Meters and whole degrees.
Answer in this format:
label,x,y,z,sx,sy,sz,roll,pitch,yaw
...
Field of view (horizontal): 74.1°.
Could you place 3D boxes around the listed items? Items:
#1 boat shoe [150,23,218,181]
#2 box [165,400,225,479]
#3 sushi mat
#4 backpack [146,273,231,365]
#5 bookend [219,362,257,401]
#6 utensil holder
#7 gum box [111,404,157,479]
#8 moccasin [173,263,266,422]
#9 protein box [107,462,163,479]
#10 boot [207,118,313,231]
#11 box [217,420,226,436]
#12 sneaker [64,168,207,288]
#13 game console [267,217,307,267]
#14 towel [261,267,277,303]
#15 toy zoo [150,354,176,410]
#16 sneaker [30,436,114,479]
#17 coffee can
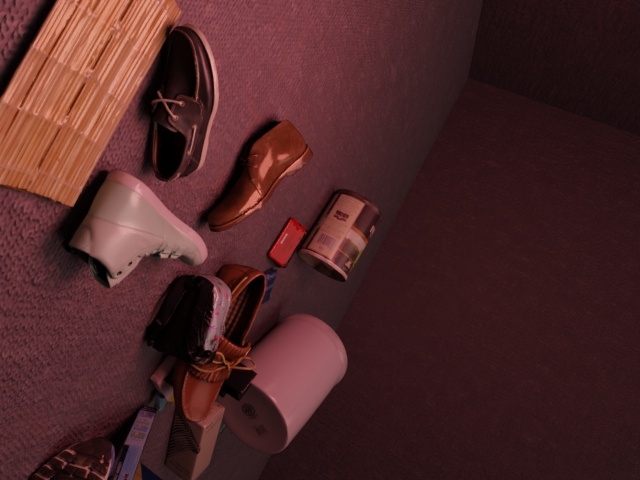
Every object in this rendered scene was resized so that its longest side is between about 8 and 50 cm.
label,x,y,z,sx,sy,sz,roll,pitch,yaw
boat shoe,-0.209,-0.194,0.629,0.079,0.084,0.232,-42,156,-52
box,-0.381,0.592,1.275,0.094,0.113,0.274,-33,145,-58
sushi mat,-0.284,-0.195,0.512,0.316,0.019,0.151,-63,162,-3
backpack,-0.272,0.161,0.918,0.115,0.152,0.181,36,69,-79
bookend,-0.269,0.412,1.250,0.072,0.157,0.156,-50,158,-37
utensil holder,-0.135,0.490,1.502,0.386,0.328,0.327,-34,147,-53
gum box,-0.417,0.479,0.933,0.184,0.041,0.156,-170,-82,-77
moccasin,-0.229,0.244,1.012,0.139,0.147,0.379,42,66,-43
protein box,-0.466,0.718,1.052,0.201,0.200,0.136,-62,163,-2
boot,-0.149,-0.146,0.917,0.305,0.112,0.115,-50,130,-24
box,-0.382,0.673,1.522,0.207,0.036,0.114,-44,155,-47
sneaker,-0.290,0.017,0.685,0.151,0.094,0.255,-63,155,-19
game console,-0.114,0.009,1.348,0.124,0.085,0.143,42,73,-41
towel,-0.174,0.149,1.353,0.067,0.029,0.119,-27,141,-62
toy zoo,-0.329,0.306,1.106,0.293,0.030,0.192,-55,158,-26
sneaker,-0.507,0.529,0.828,0.329,0.130,0.147,-59,178,-3
coffee can,0.072,-0.018,1.534,0.275,0.202,0.201,-58,163,-15
